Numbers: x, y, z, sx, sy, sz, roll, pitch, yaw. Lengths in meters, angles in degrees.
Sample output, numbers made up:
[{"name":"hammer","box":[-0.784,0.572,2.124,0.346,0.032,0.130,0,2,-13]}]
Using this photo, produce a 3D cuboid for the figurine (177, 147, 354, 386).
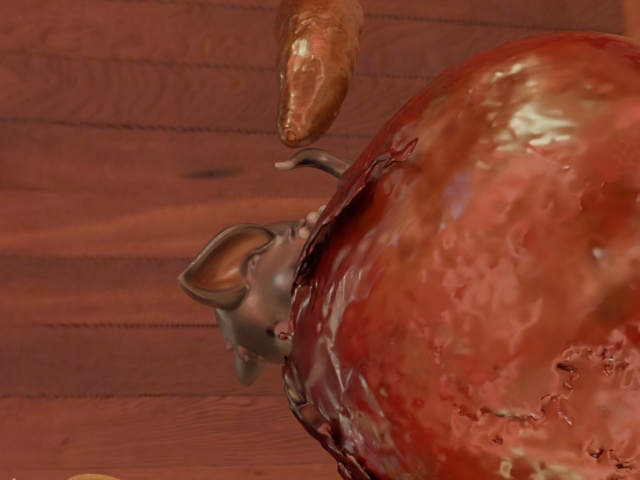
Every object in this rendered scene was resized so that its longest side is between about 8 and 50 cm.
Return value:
[{"name":"figurine","box":[-0.002,-0.005,1.052,0.140,0.193,0.265,16,72,22]}]

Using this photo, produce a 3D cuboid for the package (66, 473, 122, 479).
[{"name":"package","box":[-0.145,0.294,0.929,0.221,0.311,0.165,45,107,-1]}]

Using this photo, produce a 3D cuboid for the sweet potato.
[{"name":"sweet potato","box":[-0.007,-0.191,1.208,0.097,0.097,0.292,23,33,-9]}]

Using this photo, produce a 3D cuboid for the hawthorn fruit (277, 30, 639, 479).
[{"name":"hawthorn fruit","box":[0.142,0.044,0.619,0.316,0.316,0.316,3,78,-14]}]
